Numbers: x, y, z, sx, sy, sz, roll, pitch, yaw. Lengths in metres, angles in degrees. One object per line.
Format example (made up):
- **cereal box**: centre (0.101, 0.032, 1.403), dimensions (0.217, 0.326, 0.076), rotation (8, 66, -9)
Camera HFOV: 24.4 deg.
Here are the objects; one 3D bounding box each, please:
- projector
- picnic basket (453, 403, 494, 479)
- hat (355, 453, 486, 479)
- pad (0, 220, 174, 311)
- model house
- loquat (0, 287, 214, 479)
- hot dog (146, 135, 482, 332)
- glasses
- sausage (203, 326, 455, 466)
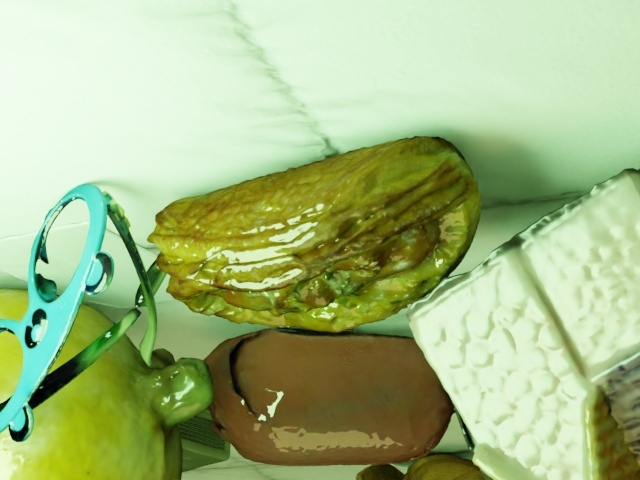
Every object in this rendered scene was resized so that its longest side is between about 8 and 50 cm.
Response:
- **projector**: centre (-0.255, 0.252, 1.917), dimensions (0.269, 0.088, 0.193), rotation (-10, 159, 27)
- **picnic basket**: centre (0.281, 0.182, 1.589), dimensions (0.297, 0.222, 0.129), rotation (18, 137, -42)
- **hat**: centre (0.212, 0.384, 2.224), dimensions (0.233, 0.233, 0.244), rotation (-29, 120, 21)
- **pad**: centre (-0.218, 0.029, 1.418), dimensions (0.156, 0.004, 0.232), rotation (-9, 158, 25)
- **model house**: centre (0.242, 0.098, 1.173), dimensions (0.237, 0.237, 0.202), rotation (-35, 162, 23)
- **loquat**: centre (-0.266, 0.198, 1.445), dimensions (0.359, 0.328, 0.328), rotation (-20, 157, 10)
- **hot dog**: centre (0.000, 0.000, 1.172), dimensions (0.272, 0.122, 0.196), rotation (-10, 163, 30)
- **glasses**: centre (-0.206, 0.059, 1.281), dimensions (0.102, 0.239, 0.207), rotation (34, -164, 14)
- **sausage**: centre (0.010, 0.166, 1.596), dimensions (0.279, 0.152, 0.152), rotation (2, 160, -5)
